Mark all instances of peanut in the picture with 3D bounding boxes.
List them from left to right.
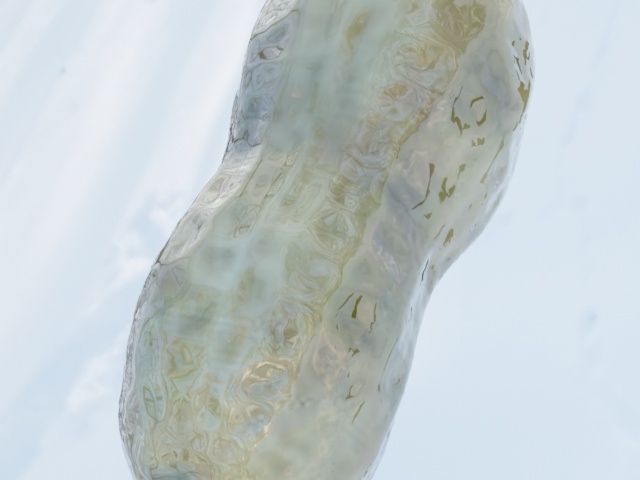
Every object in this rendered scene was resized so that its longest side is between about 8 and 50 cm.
[{"bbox_3d":[0.001,0.001,0.434,0.089,0.089,0.193,0,61,63],"label":"peanut"}]
